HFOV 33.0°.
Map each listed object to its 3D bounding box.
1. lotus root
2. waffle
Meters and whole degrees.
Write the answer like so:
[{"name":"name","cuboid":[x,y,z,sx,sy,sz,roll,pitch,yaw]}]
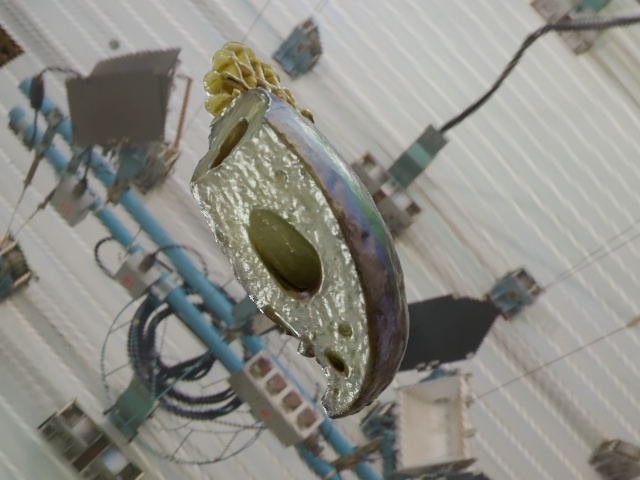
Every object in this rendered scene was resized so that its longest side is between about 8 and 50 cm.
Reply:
[{"name":"lotus root","cuboid":[0.004,-0.001,1.047,0.314,0.142,0.210,55,-154,-12]},{"name":"waffle","cuboid":[-0.050,-0.126,1.332,0.261,0.056,0.250,51,-162,-14]}]
